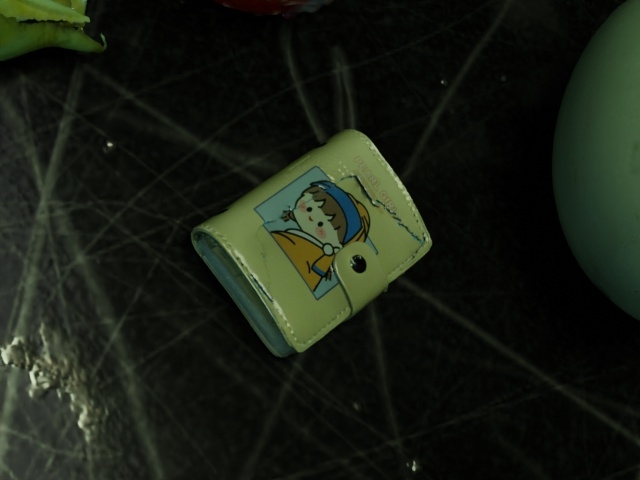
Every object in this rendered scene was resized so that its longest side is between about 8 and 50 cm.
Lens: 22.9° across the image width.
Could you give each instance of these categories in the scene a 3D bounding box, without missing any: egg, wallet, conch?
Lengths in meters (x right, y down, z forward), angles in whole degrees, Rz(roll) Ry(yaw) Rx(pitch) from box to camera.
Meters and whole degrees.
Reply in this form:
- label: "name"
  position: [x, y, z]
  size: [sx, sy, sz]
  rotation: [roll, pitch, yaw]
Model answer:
- label: "egg"
  position: [0.274, -0.067, 1.167]
  size: [0.203, 0.203, 0.282]
  rotation: [20, 61, -25]
- label: "wallet"
  position: [0.000, 0.000, 1.067]
  size: [0.155, 0.039, 0.110]
  rotation: [-37, 91, -36]
- label: "conch"
  position: [-0.221, -0.153, 0.963]
  size: [0.201, 0.079, 0.095]
  rotation: [-14, 103, -46]

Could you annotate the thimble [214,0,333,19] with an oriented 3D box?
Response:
- label: "thimble"
  position: [-0.035, -0.262, 1.099]
  size: [0.163, 0.125, 0.189]
  rotation: [7, 68, -28]
